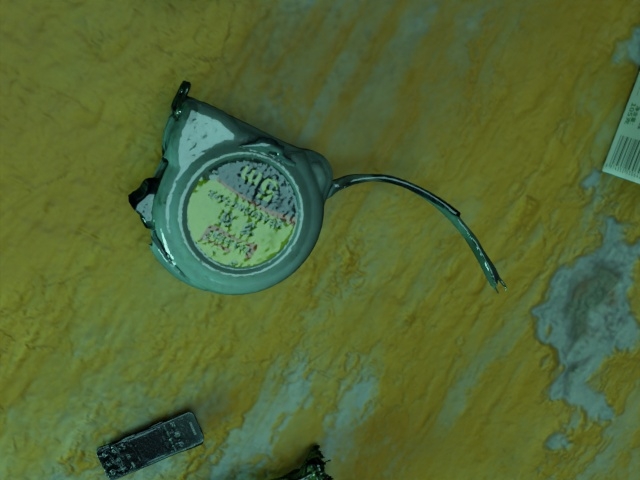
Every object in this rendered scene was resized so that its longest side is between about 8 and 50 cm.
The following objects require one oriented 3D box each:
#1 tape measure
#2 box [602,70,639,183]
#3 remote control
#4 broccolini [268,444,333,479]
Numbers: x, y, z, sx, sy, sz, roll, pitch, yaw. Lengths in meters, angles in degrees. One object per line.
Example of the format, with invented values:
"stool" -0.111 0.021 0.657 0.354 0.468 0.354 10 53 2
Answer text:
"tape measure" 0.000 -0.001 0.741 0.330 0.084 0.164 26 99 -21
"box" 0.358 -0.133 0.783 0.073 0.139 0.194 13 102 -20
"remote control" -0.158 0.189 0.791 0.096 0.014 0.039 -22 111 -9
"broccolini" -0.104 0.299 0.815 0.271 0.062 0.123 -18 96 -17
